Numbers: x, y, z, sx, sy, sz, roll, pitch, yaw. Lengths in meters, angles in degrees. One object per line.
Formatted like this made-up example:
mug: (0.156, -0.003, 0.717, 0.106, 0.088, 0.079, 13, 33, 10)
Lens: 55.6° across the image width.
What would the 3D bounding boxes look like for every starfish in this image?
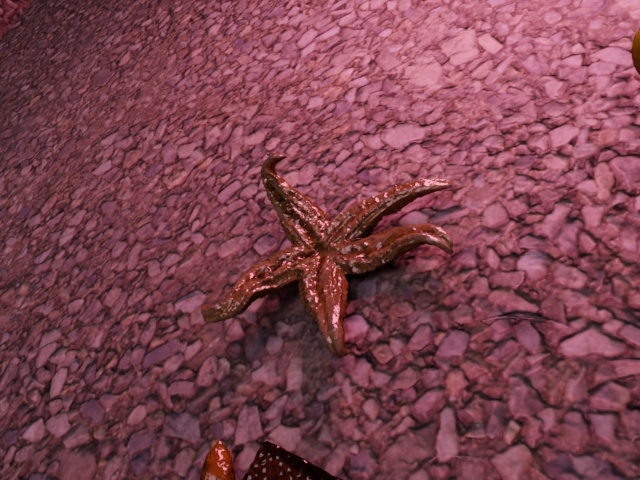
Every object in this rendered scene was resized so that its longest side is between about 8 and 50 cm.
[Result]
starfish: (0.001, 0.004, 0.834, 0.375, 0.094, 0.327, -37, 55, -10)

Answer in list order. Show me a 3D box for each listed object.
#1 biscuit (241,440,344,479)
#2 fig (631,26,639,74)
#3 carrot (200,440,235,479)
biscuit: (0.073, 0.312, 0.562, 0.388, 0.073, 0.107, 12, 64, 38)
fig: (0.462, -0.241, 0.746, 0.136, 0.120, 0.153, -28, 22, 16)
carrot: (-0.115, 0.365, 0.643, 0.066, 0.066, 0.314, -18, 45, 18)
